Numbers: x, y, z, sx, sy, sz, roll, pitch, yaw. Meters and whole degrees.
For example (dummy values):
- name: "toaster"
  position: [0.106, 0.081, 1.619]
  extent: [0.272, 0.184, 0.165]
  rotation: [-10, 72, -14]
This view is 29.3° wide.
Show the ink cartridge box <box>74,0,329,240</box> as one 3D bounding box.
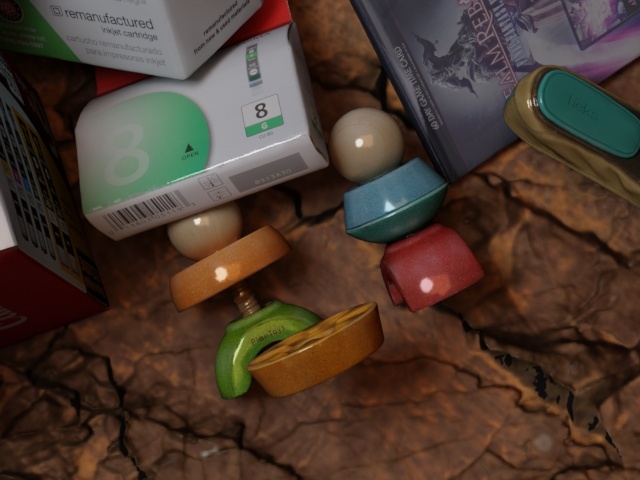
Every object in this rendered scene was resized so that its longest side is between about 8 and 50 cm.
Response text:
- name: "ink cartridge box"
  position: [-0.102, -0.126, 0.950]
  extent: [0.181, 0.056, 0.225]
  rotation: [-19, 59, 11]

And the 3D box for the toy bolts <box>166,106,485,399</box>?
- name: "toy bolts"
  position: [0.000, 0.000, 0.910]
  extent: [0.228, 0.218, 0.158]
  rotation: [-27, 93, -12]

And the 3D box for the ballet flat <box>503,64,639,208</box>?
- name: "ballet flat"
  position: [0.249, -0.067, 0.980]
  extent: [0.232, 0.073, 0.080]
  rotation: [31, 70, -11]

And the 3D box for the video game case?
- name: "video game case"
  position: [0.173, -0.195, 0.970]
  extent: [0.274, 0.026, 0.196]
  rotation: [-35, 123, -6]

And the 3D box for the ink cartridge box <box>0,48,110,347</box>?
- name: "ink cartridge box"
  position: [-0.253, -0.010, 0.860]
  extent: [0.130, 0.309, 0.272]
  rotation: [-20, 81, -3]

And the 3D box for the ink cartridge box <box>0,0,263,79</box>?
- name: "ink cartridge box"
  position: [-0.184, -0.279, 0.883]
  extent: [0.211, 0.289, 0.121]
  rotation: [13, 46, 30]
